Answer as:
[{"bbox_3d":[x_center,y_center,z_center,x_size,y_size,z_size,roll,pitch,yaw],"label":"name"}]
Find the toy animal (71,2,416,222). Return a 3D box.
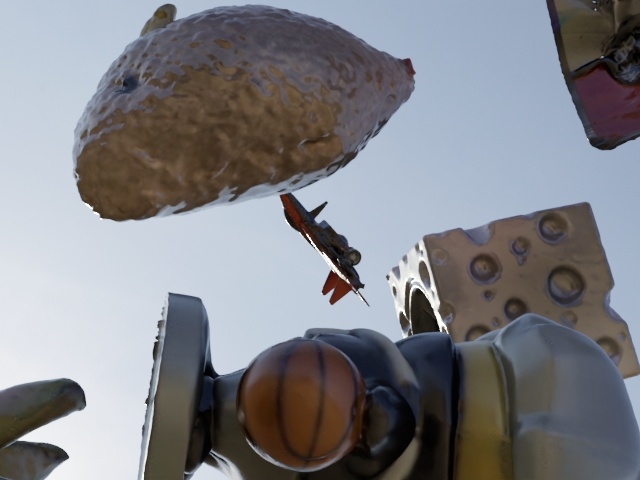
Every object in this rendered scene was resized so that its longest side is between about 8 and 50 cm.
[{"bbox_3d":[-0.080,-0.141,1.047,0.226,0.358,0.188,-125,-152,-49],"label":"toy animal"}]

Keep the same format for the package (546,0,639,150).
[{"bbox_3d":[0.284,-0.219,0.915,0.194,0.071,0.269,-25,-110,17],"label":"package"}]

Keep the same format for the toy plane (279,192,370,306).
[{"bbox_3d":[0.003,-0.002,1.286,0.061,0.130,0.189,-29,-62,-5],"label":"toy plane"}]

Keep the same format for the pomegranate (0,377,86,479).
[{"bbox_3d":[-0.185,0.086,0.318,0.224,0.181,0.181,-2,-44,-16],"label":"pomegranate"}]

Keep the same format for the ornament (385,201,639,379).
[{"bbox_3d":[0.252,0.109,1.440,0.240,0.240,0.239,121,-43,-74],"label":"ornament"}]

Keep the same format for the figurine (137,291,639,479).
[{"bbox_3d":[0.036,0.093,0.498,0.236,0.133,0.176,9,-15,-11],"label":"figurine"}]
